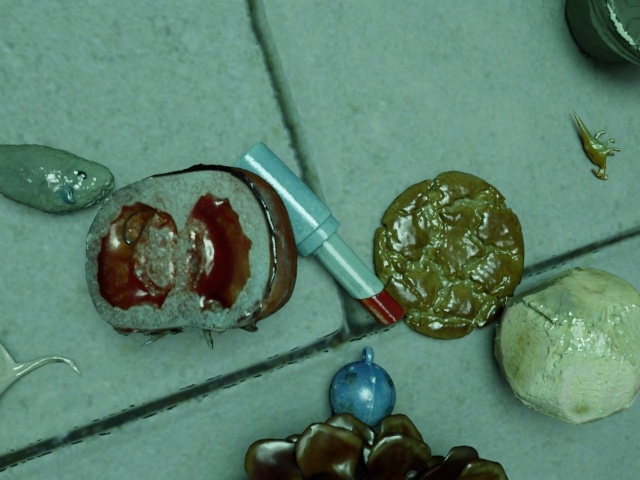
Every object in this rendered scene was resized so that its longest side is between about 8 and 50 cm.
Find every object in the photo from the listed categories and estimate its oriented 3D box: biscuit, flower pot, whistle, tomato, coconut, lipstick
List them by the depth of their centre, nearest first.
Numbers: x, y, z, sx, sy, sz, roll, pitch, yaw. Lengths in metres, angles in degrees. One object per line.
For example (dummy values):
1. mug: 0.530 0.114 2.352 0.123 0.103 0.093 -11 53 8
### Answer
1. tomato: -0.120 0.013 0.587 0.213 0.155 0.181 -1 93 17
2. lipstick: 0.000 0.000 0.657 0.274 0.068 0.061 47 41 -6
3. whistle: 0.049 0.210 0.663 0.090 0.090 0.158 8 88 -12
4. coconut: 0.312 0.135 0.670 0.194 0.194 0.195 0 90 -12
5. biscuit: 0.174 0.020 0.709 0.225 0.042 0.226 0 92 -12
6. flower pot: 0.428 -0.325 0.709 0.235 0.140 0.236 0 90 -10

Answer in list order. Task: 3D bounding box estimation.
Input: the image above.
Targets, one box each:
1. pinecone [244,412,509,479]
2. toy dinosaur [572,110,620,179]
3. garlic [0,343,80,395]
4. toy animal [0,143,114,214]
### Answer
1. pinecone: 0.058 0.377 0.526 0.397 0.397 0.399 0 90 -12
2. toy dinosaur: 0.394 -0.139 0.759 0.041 0.026 0.113 -26 105 6
3. garlic: -0.419 0.144 0.570 0.266 0.128 0.149 34 96 -20
4. toy animal: -0.360 -0.066 0.587 0.252 0.070 0.079 -3 75 -9
